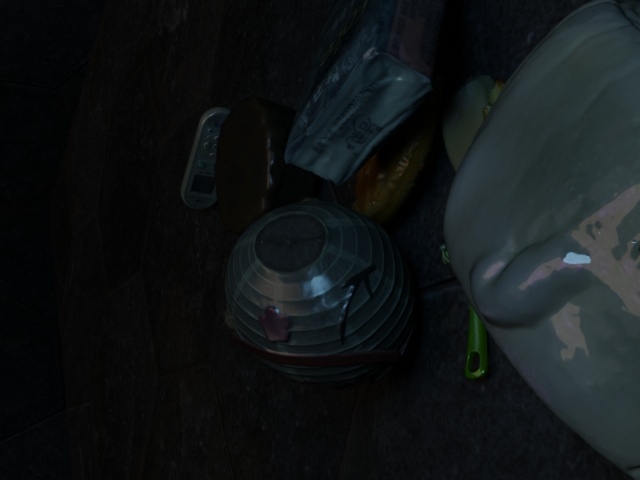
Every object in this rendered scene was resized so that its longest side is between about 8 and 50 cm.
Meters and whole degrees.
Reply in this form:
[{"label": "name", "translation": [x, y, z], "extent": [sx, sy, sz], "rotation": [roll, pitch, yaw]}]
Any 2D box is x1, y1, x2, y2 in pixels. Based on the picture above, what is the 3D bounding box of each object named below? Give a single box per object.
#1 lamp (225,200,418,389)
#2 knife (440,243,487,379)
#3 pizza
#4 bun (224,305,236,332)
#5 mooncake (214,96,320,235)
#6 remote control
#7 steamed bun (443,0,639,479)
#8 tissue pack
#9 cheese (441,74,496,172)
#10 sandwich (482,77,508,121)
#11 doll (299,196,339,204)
[{"label": "lamp", "translation": [0.004, 0.072, 1.157], "extent": [0.265, 0.233, 0.233], "rotation": [8, 92, 34]}, {"label": "knife", "translation": [0.174, 0.073, 1.033], "extent": [0.078, 0.022, 0.166], "rotation": [-23, 64, 49]}, {"label": "pizza", "translation": [0.103, -0.104, 1.163], "extent": [0.127, 0.058, 0.246], "rotation": [-116, 40, -55]}, {"label": "bun", "translation": [-0.077, 0.087, 1.432], "extent": [0.173, 0.113, 0.167], "rotation": [-86, 18, -65]}, {"label": "mooncake", "translation": [-0.081, -0.111, 1.475], "extent": [0.228, 0.124, 0.228], "rotation": [-18, 69, 58]}, {"label": "remote control", "translation": [-0.219, -0.162, 1.802], "extent": [0.221, 0.078, 0.042], "rotation": [-69, 29, 29]}, {"label": "steamed bun", "translation": [0.217, -0.013, 0.580], "extent": [0.247, 0.236, 0.383], "rotation": [-58, 34, 29]}, {"label": "tissue pack", "translation": [0.070, -0.248, 1.121], "extent": [0.228, 0.103, 0.316], "rotation": [-48, 22, 50]}, {"label": "cheese", "translation": [0.178, -0.086, 1.038], "extent": [0.097, 0.037, 0.192], "rotation": [144, 127, -58]}, {"label": "sandwich", "translation": [0.232, -0.049, 0.876], "extent": [0.090, 0.088, 0.244], "rotation": [117, 144, -52]}, {"label": "doll", "translation": [0.000, 0.000, 1.332], "extent": [0.089, 0.102, 0.179], "rotation": [66, -179, -47]}]
